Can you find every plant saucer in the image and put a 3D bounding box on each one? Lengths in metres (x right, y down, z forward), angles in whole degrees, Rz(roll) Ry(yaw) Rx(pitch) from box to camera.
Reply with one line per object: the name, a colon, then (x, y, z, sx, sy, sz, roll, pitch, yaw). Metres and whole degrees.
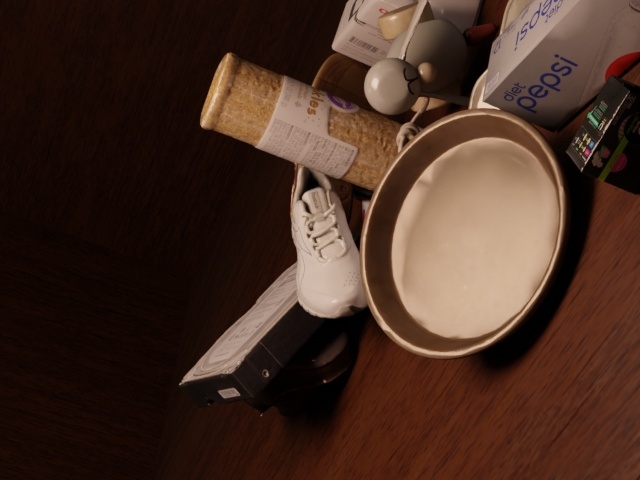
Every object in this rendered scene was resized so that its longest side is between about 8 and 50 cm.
plant saucer: (0.154, -0.006, 1.051, 0.278, 0.041, 0.278, -19, 63, 41)

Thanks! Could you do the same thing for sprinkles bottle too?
sprinkles bottle: (0.004, -0.161, 1.449, 0.121, 0.355, 0.121, -160, 90, -77)

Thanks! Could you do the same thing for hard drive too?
hard drive: (-0.063, 0.126, 1.574, 0.339, 0.064, 0.237, -45, 10, -28)

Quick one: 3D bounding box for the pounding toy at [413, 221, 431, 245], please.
pounding toy: (0.156, -0.017, 1.215, 0.206, 0.094, 0.181, -55, 12, 21)

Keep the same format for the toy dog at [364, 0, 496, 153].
toy dog: (0.164, -0.248, 1.349, 0.161, 0.220, 0.334, -20, 34, 19)

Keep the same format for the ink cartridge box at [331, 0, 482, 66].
ink cartridge box: (0.141, -0.365, 1.615, 0.237, 0.172, 0.100, 153, 137, -72)

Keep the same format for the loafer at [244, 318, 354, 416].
loafer: (-0.038, 0.224, 1.651, 0.134, 0.130, 0.366, -39, 7, -28)

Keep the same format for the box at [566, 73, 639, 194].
box: (0.273, -0.095, 0.876, 0.052, 0.062, 0.083, -98, 30, -63)

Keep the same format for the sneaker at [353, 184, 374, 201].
sneaker: (0.091, -0.143, 1.732, 0.075, 0.063, 0.170, 115, 173, -50)

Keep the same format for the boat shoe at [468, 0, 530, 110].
boat shoe: (0.248, -0.212, 1.229, 0.065, 0.075, 0.206, 1, -71, -57)

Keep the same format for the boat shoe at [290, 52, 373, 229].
boat shoe: (0.006, -0.160, 1.708, 0.123, 0.123, 0.342, -19, 62, 63)

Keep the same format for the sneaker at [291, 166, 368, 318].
sneaker: (0.000, 0.000, 1.450, 0.297, 0.111, 0.129, -110, 7, -50)

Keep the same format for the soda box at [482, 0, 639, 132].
soda box: (0.277, -0.227, 0.983, 0.286, 0.098, 0.091, 132, 156, -59)

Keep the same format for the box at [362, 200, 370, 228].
box: (0.098, 0.018, 1.401, 0.186, 0.038, 0.145, -158, 67, -77)
